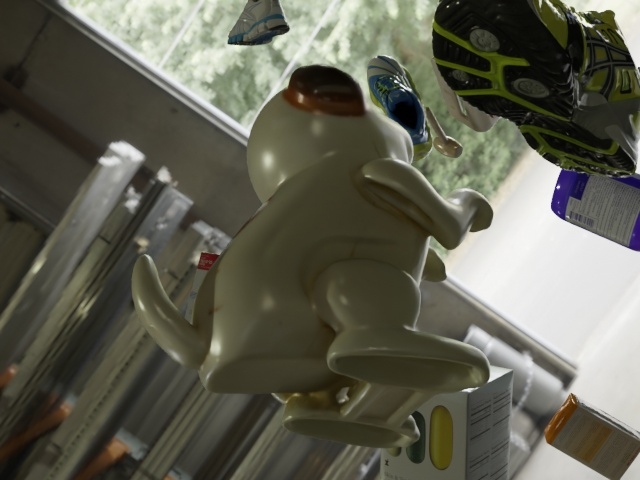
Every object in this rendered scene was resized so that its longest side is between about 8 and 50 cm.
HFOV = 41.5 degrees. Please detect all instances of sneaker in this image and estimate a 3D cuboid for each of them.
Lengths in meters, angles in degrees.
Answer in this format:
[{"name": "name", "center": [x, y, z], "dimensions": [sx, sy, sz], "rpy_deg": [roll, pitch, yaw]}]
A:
[{"name": "sneaker", "center": [-0.109, -0.387, 1.466], "dimensions": [0.071, 0.083, 0.190], "rpy_deg": [-9, 4, -30]}, {"name": "sneaker", "center": [0.149, -0.272, 1.583], "dimensions": [0.091, 0.240, 0.126], "rpy_deg": [-23, -22, -1]}, {"name": "sneaker", "center": [0.250, -0.202, 0.930], "dimensions": [0.384, 0.145, 0.147], "rpy_deg": [29, -103, -48]}]

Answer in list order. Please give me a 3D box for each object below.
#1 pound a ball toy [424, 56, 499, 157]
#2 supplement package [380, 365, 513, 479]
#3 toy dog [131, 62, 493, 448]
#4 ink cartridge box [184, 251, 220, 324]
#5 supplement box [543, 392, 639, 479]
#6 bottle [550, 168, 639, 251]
[{"name": "pound a ball toy", "center": [0.343, -0.325, 1.948], "dimensions": [0.208, 0.135, 0.319], "rpy_deg": [-51, -27, -5]}, {"name": "supplement package", "center": [0.253, 0.390, 1.705], "dimensions": [0.198, 0.199, 0.263], "rpy_deg": [-10, -76, -51]}, {"name": "toy dog", "center": [0.000, 0.000, 1.002], "dimensions": [0.285, 0.395, 0.408], "rpy_deg": [102, 174, -57]}, {"name": "ink cartridge box", "center": [-0.228, 0.127, 1.927], "dimensions": [0.127, 0.072, 0.175], "rpy_deg": [23, -102, -48]}, {"name": "supplement box", "center": [0.327, 0.236, 1.012], "dimensions": [0.062, 0.098, 0.036], "rpy_deg": [-60, -2, 16]}, {"name": "bottle", "center": [0.518, -0.043, 1.365], "dimensions": [0.092, 0.282, 0.118], "rpy_deg": [-23, -49, -45]}]
